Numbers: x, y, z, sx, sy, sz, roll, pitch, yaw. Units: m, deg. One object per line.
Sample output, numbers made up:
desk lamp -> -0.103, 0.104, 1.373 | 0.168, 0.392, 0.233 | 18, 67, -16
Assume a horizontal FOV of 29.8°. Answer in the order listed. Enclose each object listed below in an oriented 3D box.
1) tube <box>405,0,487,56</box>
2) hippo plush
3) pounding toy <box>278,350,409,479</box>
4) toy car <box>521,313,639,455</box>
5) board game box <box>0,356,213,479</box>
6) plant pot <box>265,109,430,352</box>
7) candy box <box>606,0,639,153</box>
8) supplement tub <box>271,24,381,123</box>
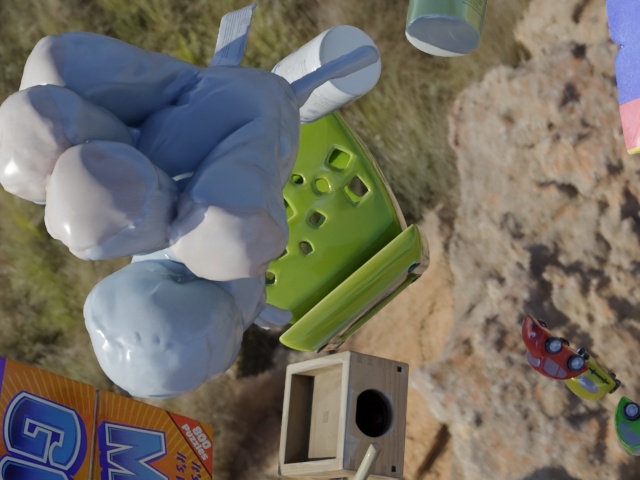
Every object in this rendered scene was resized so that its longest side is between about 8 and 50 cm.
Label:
tube -> 0.118, -0.267, 0.998 | 0.062, 0.070, 0.240 | -7, 63, 36
hippo plush -> -0.124, -0.020, 0.920 | 0.234, 0.237, 0.294 | 20, 40, 5
pounding toy -> 0.041, 0.231, 1.294 | 0.181, 0.094, 0.206 | -21, 60, 53
toy car -> 0.352, 0.199, 1.485 | 0.053, 0.239, 0.225 | -50, 55, 8
board game box -> -0.379, 0.413, 1.523 | 0.356, 0.356, 0.356 | -42, 38, 38
plant pot -> 0.000, 0.000, 1.389 | 0.227, 0.228, 0.207 | -41, 81, 3
candy box -> 0.335, -0.122, 0.547 | 0.268, 0.317, 0.122 | -17, 76, 54
supplement tub -> 0.003, -0.156, 1.145 | 0.107, 0.071, 0.071 | -20, 51, 59
